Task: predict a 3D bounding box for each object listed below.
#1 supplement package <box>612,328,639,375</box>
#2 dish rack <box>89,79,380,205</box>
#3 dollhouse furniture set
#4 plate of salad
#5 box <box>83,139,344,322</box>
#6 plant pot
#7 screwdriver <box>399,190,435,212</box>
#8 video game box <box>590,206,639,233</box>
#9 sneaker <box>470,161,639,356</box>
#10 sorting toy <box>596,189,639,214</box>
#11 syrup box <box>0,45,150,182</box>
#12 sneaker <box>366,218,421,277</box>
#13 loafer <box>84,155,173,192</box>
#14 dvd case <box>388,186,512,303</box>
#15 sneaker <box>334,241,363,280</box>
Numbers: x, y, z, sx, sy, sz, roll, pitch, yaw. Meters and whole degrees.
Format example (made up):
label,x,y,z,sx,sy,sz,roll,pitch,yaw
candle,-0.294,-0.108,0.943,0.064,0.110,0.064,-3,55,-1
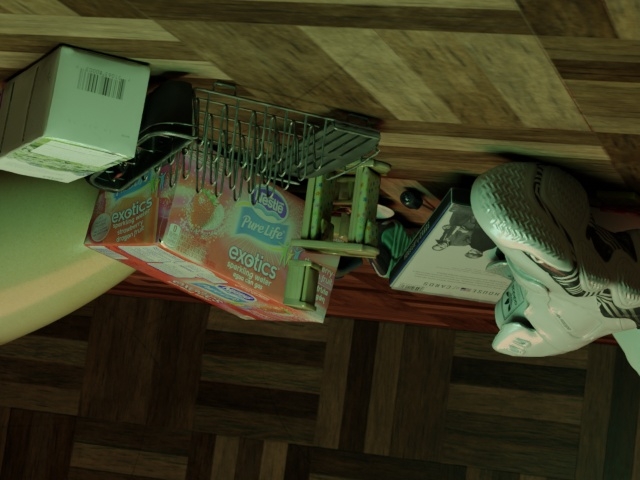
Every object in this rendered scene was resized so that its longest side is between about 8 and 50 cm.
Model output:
label,x,y,z,sx,sy,sz,roll,pitch,yaw
supplement package,0.552,0.110,2.031,0.293,0.175,0.177,10,-151,-22
dish rack,-0.082,-0.092,1.659,0.271,0.074,0.208,11,164,-26
dollhouse furniture set,0.041,0.004,1.938,0.101,0.182,0.161,4,172,21
plate of salad,0.000,-0.039,2.165,0.200,0.048,0.200,8,173,1
box,-0.126,-0.008,2.004,0.154,0.142,0.300,0,160,45
plant pot,-0.357,-0.009,2.137,0.274,0.256,0.256,-14,163,25
screwdriver,0.131,-0.049,2.097,0.025,0.024,0.170,36,-174,12
video game box,0.286,-0.017,2.059,0.205,0.048,0.187,9,169,-12
sneaker,0.250,0.038,1.848,0.210,0.137,0.366,-26,143,36
sorting toy,0.459,-0.016,1.898,0.274,0.046,0.132,8,172,2
syrup box,-0.259,-0.123,1.609,0.093,0.096,0.237,13,171,-23
sneaker,0.078,0.007,2.292,0.098,0.083,0.224,13,180,20
loafer,-0.232,-0.106,1.819,0.078,0.076,0.223,16,165,-23
dvd case,0.206,0.013,1.984,0.179,0.029,0.238,9,152,-13
sneaker,-0.041,-0.003,2.358,0.121,0.111,0.300,-21,158,21
